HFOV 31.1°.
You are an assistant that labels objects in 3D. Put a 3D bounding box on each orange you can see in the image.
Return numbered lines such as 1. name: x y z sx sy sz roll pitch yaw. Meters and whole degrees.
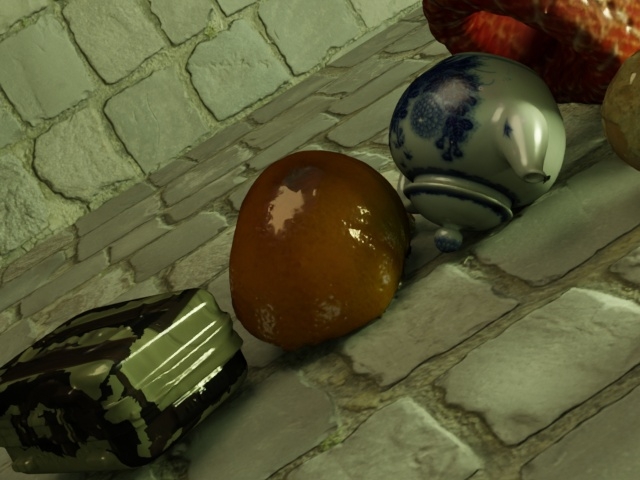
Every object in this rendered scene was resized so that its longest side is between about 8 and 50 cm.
1. orange: -0.003 -0.003 1.675 0.274 0.274 0.310 -23 4 23

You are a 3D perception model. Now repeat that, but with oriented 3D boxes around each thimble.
1. thimble: 0.335 -0.353 1.642 0.350 0.350 0.230 9 72 64

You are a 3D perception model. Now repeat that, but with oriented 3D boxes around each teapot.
1. teapot: 0.215 -0.115 1.655 0.424 0.252 0.280 -10 62 68

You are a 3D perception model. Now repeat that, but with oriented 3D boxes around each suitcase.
1. suitcase: -0.268 0.192 1.633 0.352 0.194 0.339 -12 18 43

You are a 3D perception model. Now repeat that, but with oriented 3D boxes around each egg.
1. egg: 0.463 -0.168 1.428 0.233 0.194 0.195 -16 11 -22

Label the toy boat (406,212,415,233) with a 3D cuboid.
1. toy boat: 0.032 -0.022 1.885 0.276 0.111 0.293 -4 21 42
